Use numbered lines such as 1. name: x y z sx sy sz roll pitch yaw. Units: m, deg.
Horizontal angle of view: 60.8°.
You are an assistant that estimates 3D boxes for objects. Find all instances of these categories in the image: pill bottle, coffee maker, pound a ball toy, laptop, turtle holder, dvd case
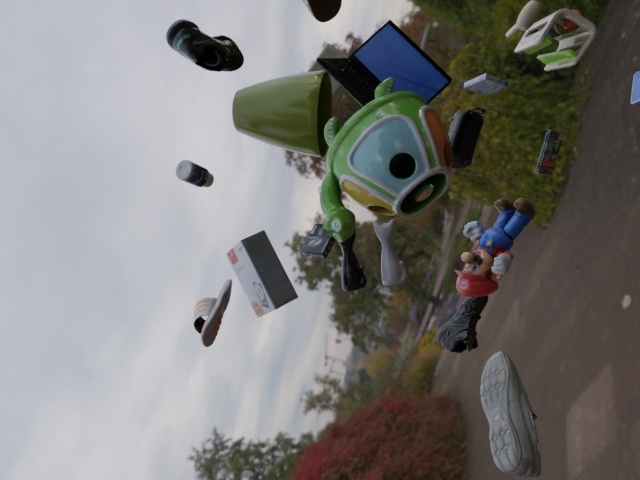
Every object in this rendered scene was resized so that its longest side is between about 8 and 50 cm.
1. pill bottle: -0.392 -0.206 1.718 0.120 0.067 0.067 22 -98 -60
2. coffee maker: 0.496 -0.359 1.920 0.171 0.120 0.178 68 -141 -75
3. pound a ball toy: 0.644 -0.603 1.557 0.136 0.208 0.319 -59 1 14
4. laptop: 0.161 -0.409 1.317 0.137 0.234 0.264 -49 -9 31
5. turtle holder: 0.129 -0.158 1.159 0.228 0.320 0.243 57 169 29
6. dvd case: 0.634 -0.242 1.507 0.087 0.013 0.120 -3 -69 -44

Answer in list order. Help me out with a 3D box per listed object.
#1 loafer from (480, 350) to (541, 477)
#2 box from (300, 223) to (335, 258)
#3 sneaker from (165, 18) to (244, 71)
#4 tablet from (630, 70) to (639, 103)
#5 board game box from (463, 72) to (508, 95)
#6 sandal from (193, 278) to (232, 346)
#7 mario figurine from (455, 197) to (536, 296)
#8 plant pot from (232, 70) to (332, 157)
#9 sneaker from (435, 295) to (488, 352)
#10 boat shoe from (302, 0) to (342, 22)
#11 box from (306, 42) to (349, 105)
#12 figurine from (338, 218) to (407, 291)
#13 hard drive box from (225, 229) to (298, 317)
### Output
1. loafer: 0.475 0.428 1.357 0.112 0.111 0.320 -51 22 43
2. box: 0.000 0.000 1.249 0.018 0.067 0.083 54 -125 -41
3. sneaker: -0.267 -0.453 1.350 0.101 0.106 0.267 -49 -16 21
4. tablet: 0.498 -0.240 0.807 0.083 0.006 0.054 159 126 -69
5. board game box: 0.487 -0.458 1.605 0.090 0.089 0.020 -6 78 62
6. sandal: -0.314 0.199 1.544 0.265 0.076 0.102 -78 -2 -61
7. mario figurine: 0.476 0.011 1.555 0.321 0.170 0.198 -58 -15 -11
8. plant pot: -0.127 -0.417 1.779 0.275 0.293 0.275 5 -90 -80
9. sneaker: 0.488 0.274 1.769 0.227 0.087 0.130 -48 34 -1
10. boat shoe: -0.040 -0.582 1.101 0.104 0.089 0.285 -33 -41 -10
11. box: -0.001 -0.576 2.094 0.311 0.148 0.121 -54 -7 -3
12. figurine: 0.157 0.041 1.730 0.092 0.214 0.210 -32 -69 -71
13. hard drive box: -0.185 0.108 1.696 0.089 0.232 0.181 -25 -4 -29
